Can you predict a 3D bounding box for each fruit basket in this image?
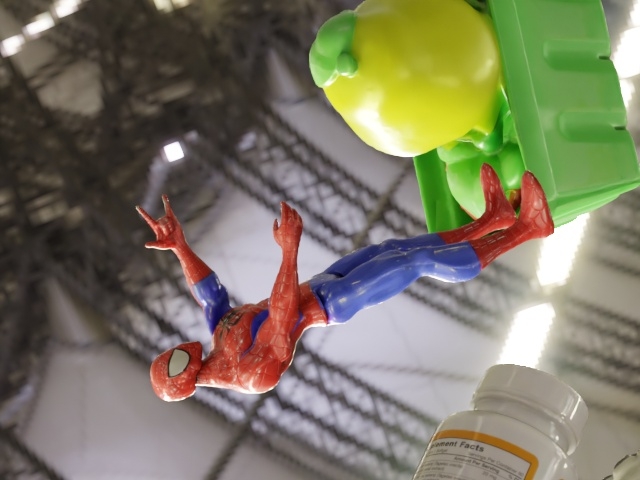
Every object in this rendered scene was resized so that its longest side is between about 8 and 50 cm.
[{"bbox_3d":[0.129,-0.163,1.902,0.392,0.392,0.283,-29,177,-26],"label":"fruit basket"}]

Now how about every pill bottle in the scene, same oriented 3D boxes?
[{"bbox_3d":[0.140,0.233,1.543,0.136,0.136,0.246,-3,-130,45],"label":"pill bottle"}]

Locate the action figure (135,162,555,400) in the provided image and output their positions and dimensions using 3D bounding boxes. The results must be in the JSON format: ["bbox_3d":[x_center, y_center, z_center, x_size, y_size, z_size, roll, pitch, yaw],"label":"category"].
[{"bbox_3d":[0.000,0.000,1.154,0.280,0.139,0.091,-30,-164,-17],"label":"action figure"}]

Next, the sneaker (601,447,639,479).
[{"bbox_3d":[0.184,0.243,1.009,0.107,0.275,0.110,-6,-147,-15],"label":"sneaker"}]
